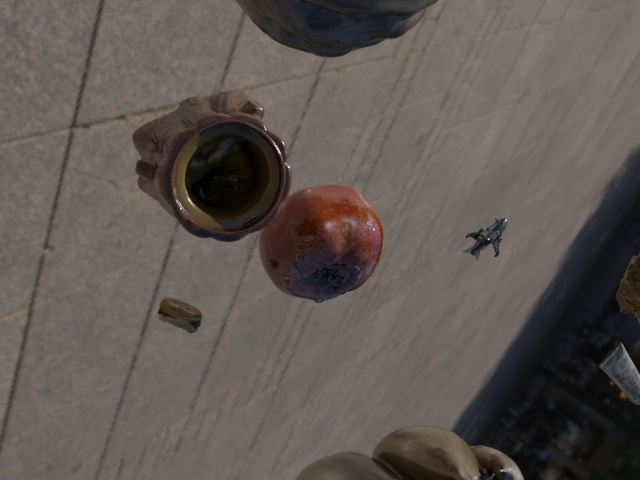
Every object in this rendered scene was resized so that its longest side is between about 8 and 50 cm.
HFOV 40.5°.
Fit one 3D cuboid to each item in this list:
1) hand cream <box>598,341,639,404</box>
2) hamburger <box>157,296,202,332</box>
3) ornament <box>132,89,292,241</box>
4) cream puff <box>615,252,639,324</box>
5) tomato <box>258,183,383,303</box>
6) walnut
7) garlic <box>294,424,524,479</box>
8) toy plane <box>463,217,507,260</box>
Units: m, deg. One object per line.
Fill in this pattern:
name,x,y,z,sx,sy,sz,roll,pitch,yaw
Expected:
hand cream,0.546,0.244,1.559,0.061,0.039,0.143,-44,120,-4
hamburger,-0.254,0.134,1.576,0.076,0.083,0.044,-141,-107,-80
ornament,-0.143,-0.107,1.246,0.221,0.235,0.217,-56,-160,2
cream puff,0.412,0.057,1.041,0.116,0.122,0.094,-22,149,0
tomato,-0.004,-0.001,1.599,0.232,0.189,0.232,-6,138,-6
walnut,0.013,-0.281,0.827,0.224,0.224,0.224,-46,158,-26
garlic,0.074,0.282,0.769,0.237,0.210,0.292,-13,149,2
toy plane,0.261,-0.005,1.351,0.083,0.078,0.031,-49,127,-3
